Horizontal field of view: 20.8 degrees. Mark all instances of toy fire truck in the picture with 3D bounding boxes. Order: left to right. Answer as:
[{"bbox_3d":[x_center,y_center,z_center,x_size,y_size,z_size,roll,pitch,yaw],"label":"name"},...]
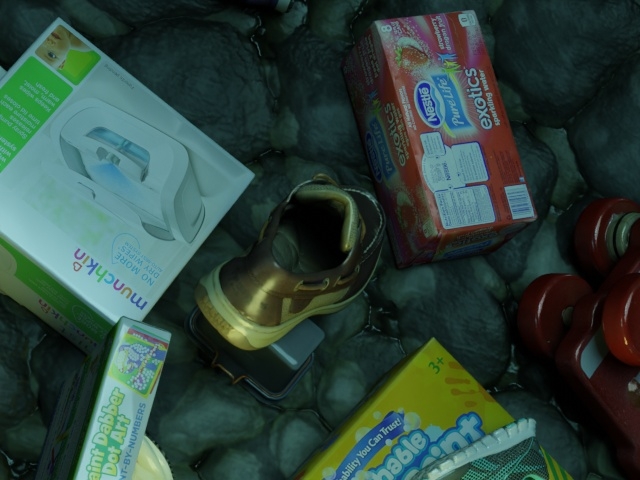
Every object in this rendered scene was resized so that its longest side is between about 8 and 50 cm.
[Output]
[{"bbox_3d":[0.383,0.095,1.942,0.302,0.169,0.254,-50,116,-26],"label":"toy fire truck"}]

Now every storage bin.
[{"bbox_3d":[-0.066,0.097,1.799,0.135,0.091,0.098,41,63,-1],"label":"storage bin"}]

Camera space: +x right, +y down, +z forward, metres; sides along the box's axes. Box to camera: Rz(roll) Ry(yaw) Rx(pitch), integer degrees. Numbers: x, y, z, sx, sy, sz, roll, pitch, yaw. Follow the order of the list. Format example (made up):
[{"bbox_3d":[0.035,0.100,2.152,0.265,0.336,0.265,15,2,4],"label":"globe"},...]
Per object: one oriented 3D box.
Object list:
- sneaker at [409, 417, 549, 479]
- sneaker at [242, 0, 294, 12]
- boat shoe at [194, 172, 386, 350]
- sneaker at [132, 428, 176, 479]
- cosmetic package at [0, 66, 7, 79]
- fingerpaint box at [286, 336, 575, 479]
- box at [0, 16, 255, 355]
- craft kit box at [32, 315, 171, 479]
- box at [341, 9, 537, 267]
[{"bbox_3d":[0.154,0.230,1.667,0.166,0.065,0.076,-22,81,-27],"label":"sneaker"},{"bbox_3d":[-0.071,-0.403,1.974,0.124,0.107,0.283,11,68,-9],"label":"sneaker"},{"bbox_3d":[0.000,0.000,1.766,0.123,0.123,0.342,47,30,8],"label":"boat shoe"},{"bbox_3d":[-0.181,0.246,1.680,0.075,0.161,0.057,-26,43,-20],"label":"sneaker"},{"bbox_3d":[-0.434,-0.116,1.759,0.099,0.060,0.239,44,63,-2],"label":"cosmetic package"},{"bbox_3d":[0.082,0.384,1.707,0.371,0.163,0.445,46,62,1],"label":"fingerpaint box"},{"bbox_3d":[-0.246,-0.047,1.769,0.262,0.127,0.231,39,61,-4],"label":"box"},{"bbox_3d":[-0.223,0.221,1.610,0.061,0.246,0.250,19,67,-11],"label":"craft kit box"},{"bbox_3d":[0.127,-0.112,1.926,0.128,0.122,0.257,-9,74,-23],"label":"box"}]
